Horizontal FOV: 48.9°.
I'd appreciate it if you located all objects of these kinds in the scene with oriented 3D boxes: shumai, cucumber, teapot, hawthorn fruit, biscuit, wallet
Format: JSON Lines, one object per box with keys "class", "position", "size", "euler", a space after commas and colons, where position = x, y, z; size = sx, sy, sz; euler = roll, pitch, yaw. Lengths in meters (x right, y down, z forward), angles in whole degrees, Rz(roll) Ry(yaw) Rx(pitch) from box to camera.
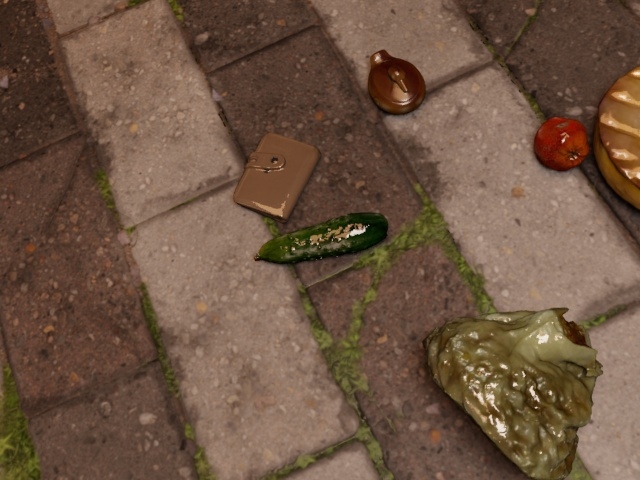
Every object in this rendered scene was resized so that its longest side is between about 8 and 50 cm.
{"class": "shumai", "position": [0.279, 0.180, 0.953], "size": [0.218, 0.189, 0.256], "euler": [-39, 71, -7]}
{"class": "cucumber", "position": [0.000, 0.000, 1.150], "size": [0.227, 0.069, 0.069], "euler": [-13, 64, 6]}
{"class": "teapot", "position": [0.131, -0.283, 1.247], "size": [0.098, 0.078, 0.129], "euler": [-25, 64, -3]}
{"class": "hawthorn fruit", "position": [0.392, -0.159, 1.152], "size": [0.093, 0.093, 0.093], "euler": [-4, 65, 8]}
{"class": "biscuit", "position": [0.577, -0.156, 1.103], "size": [0.296, 0.102, 0.296], "euler": [-2, 64, 5]}
{"class": "wallet", "position": [-0.078, -0.114, 1.230], "size": [0.118, 0.039, 0.153], "euler": [19, 72, 15]}
